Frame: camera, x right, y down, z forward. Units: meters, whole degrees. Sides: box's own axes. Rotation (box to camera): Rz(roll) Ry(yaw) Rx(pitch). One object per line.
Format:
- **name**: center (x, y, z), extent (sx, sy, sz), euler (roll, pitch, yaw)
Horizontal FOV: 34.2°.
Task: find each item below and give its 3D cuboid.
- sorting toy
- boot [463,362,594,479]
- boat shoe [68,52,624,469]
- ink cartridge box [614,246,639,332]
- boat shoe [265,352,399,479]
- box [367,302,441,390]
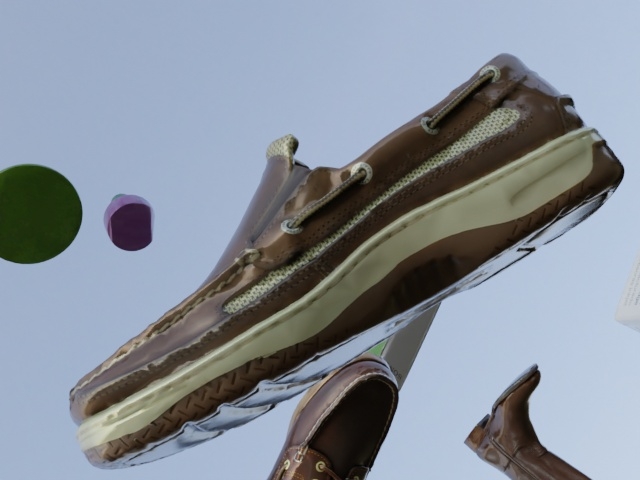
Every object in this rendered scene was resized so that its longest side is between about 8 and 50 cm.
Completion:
- **sorting toy**: center (-0.391, -0.052, 1.287), extent (0.366, 0.126, 0.127), euler (5, -71, -23)
- **boot**: center (0.174, 0.158, 0.773), extent (0.037, 0.114, 0.106), euler (-34, -22, -43)
- **boat shoe**: center (0.000, 0.002, 0.456), extent (0.257, 0.095, 0.095), euler (-29, -14, -11)
- **ink cartridge box**: center (0.361, -0.009, 0.786), extent (0.114, 0.273, 0.197), euler (25, -100, -8)
- **boat shoe**: center (-0.003, 0.182, 0.771), extent (0.073, 0.073, 0.207), euler (26, -79, -21)
- **box**: center (0.015, 0.064, 1.290), extent (0.058, 0.322, 0.232), euler (44, -118, -32)
